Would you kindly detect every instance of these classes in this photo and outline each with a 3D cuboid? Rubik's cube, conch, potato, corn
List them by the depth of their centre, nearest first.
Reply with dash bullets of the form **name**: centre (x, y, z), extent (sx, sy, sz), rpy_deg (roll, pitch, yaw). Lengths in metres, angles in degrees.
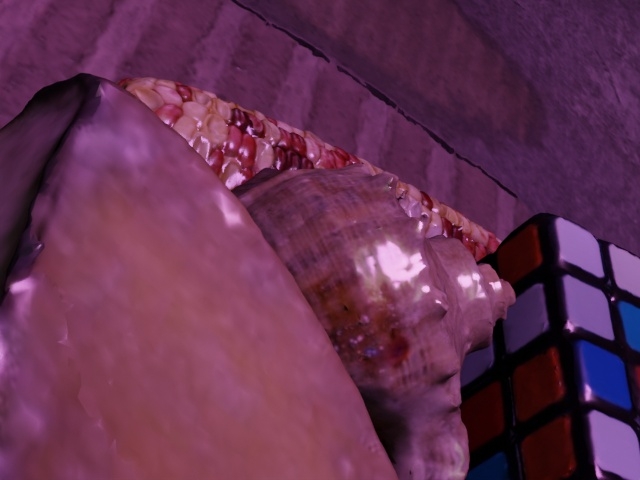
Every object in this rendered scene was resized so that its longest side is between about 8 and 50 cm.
- **potato**: centre (-0.080, 0.118, 0.425), extent (0.264, 0.211, 0.189), rpy_deg (46, 34, -23)
- **conch**: centre (-0.034, 0.066, 0.516), extent (0.245, 0.163, 0.178), rpy_deg (-11, 63, -6)
- **Rubik's cube**: centre (0.121, 0.129, 0.582), extent (0.184, 0.187, 0.182), rpy_deg (28, 42, -26)
- **corn**: centre (0.000, 0.000, 0.653), extent (0.290, 0.098, 0.098), rpy_deg (23, 45, -30)
